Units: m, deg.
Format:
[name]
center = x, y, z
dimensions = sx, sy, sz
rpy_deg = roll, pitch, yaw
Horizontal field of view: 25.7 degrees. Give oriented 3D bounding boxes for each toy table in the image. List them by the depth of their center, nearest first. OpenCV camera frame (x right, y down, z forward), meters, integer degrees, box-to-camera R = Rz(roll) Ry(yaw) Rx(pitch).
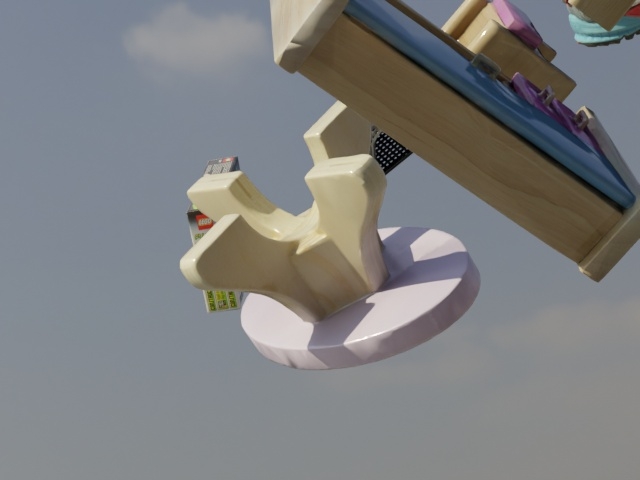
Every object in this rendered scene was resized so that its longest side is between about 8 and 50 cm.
[toy table]
center = 0.000, 0.000, 1.276
dimensions = 0.274, 0.252, 0.161
rpy_deg = -12, -60, 41

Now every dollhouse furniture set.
[dollhouse furniture set]
center = 0.143, -0.189, 0.716
dimensions = 0.198, 0.286, 0.303
rpy_deg = 34, -71, -18

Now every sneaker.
[sneaker]
center = 0.402, -0.335, 1.653
dimensions = 0.262, 0.125, 0.104
rpy_deg = -32, 25, -11

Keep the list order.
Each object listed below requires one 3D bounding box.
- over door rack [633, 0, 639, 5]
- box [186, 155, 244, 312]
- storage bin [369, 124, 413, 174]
[over door rack]
center = 0.385, -0.192, 1.305
dimensions = 0.108, 0.239, 0.324
rpy_deg = -29, 11, 39
[box]
center = -0.105, -0.010, 1.519
dimensions = 0.036, 0.114, 0.207
rpy_deg = -9, 17, 5
[storage bin]
center = 0.115, -0.191, 2.033
dimensions = 0.180, 0.084, 0.122
rpy_deg = -40, -25, -17
